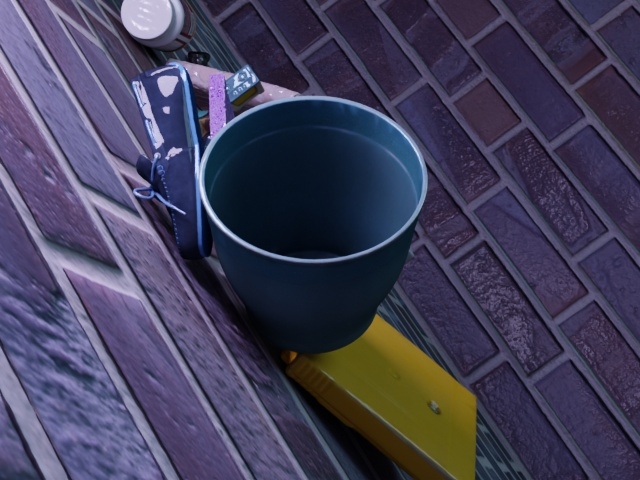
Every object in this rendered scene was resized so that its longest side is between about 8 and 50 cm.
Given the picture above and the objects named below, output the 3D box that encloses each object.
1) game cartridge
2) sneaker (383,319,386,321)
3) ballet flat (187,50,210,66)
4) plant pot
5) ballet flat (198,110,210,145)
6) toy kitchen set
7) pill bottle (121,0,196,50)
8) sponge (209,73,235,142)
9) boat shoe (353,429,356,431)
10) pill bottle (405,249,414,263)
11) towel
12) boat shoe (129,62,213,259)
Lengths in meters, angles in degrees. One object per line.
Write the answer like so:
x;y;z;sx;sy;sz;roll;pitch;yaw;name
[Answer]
0.091;0.208;1.591;0.324;0.052;0.285;39;21;-6;game cartridge
0.131;0.219;2.083;0.293;0.102;0.146;47;8;-47;sneaker
-0.314;-0.458;2.820;0.173;0.058;0.049;-96;-170;-77;ballet flat
-0.011;0.000;1.403;0.271;0.272;0.255;58;-21;34;plant pot
-0.223;-0.173;1.822;0.232;0.080;0.073;-66;147;-80;ballet flat
-0.140;-0.190;1.990;0.207;0.166;0.122;55;5;10;toy kitchen set
-0.328;-0.447;2.227;0.121;0.121;0.221;54;6;-2;pill bottle
-0.163;-0.168;1.851;0.117;0.031;0.210;81;3;-52;sponge
0.084;0.244;1.687;0.081;0.079;0.227;60;11;18;boat shoe
0.052;0.049;1.922;0.119;0.209;0.119;53;6;-7;pill bottle
-0.127;-0.259;2.307;0.332;0.053;0.317;18;-14;29;towel
-0.190;-0.094;1.400;0.109;0.089;0.258;78;2;-70;boat shoe
